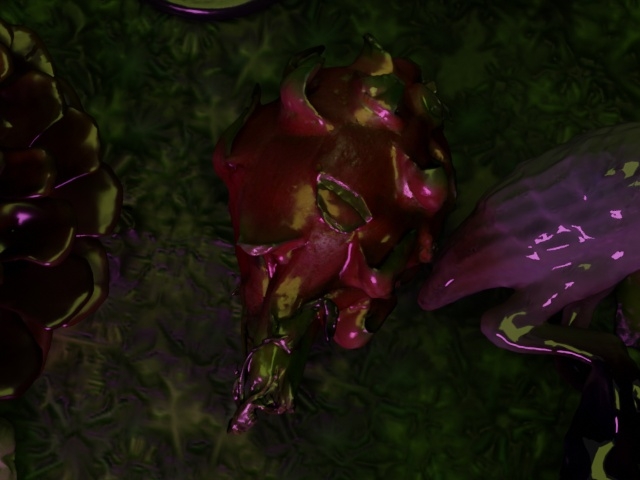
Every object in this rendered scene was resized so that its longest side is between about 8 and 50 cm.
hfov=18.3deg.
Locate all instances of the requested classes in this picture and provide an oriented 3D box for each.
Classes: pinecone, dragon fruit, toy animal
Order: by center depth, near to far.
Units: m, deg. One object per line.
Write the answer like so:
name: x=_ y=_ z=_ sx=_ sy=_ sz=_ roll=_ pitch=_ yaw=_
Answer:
pinecone: x=-0.231 y=-0.020 z=1.049 sx=0.264 sy=0.264 sz=0.264 roll=0 pitch=80 yaw=0
toy animal: x=0.177 y=-0.023 z=1.069 sx=0.195 sy=0.090 sz=0.324 roll=23 pitch=100 yaw=11
dragon fruit: x=-0.002 y=0.000 z=1.105 sx=0.135 sy=0.137 sz=0.236 roll=17 pitch=83 yaw=6

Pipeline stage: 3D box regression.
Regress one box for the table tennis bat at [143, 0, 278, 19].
table tennis bat: x=-0.100 y=-0.232 z=1.201 sx=0.236 sy=0.027 sz=0.150 roll=38 pitch=82 yaw=5

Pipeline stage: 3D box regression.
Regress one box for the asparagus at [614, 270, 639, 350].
asparagus: x=0.226 y=-0.072 z=1.147 sx=0.080 sy=0.080 sz=0.287 roll=21 pitch=80 yaw=4

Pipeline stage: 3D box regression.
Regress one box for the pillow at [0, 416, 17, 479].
pillow: x=-0.298 y=0.243 z=1.092 sx=0.274 sy=0.076 sz=0.281 roll=-4 pitch=75 yaw=-7
